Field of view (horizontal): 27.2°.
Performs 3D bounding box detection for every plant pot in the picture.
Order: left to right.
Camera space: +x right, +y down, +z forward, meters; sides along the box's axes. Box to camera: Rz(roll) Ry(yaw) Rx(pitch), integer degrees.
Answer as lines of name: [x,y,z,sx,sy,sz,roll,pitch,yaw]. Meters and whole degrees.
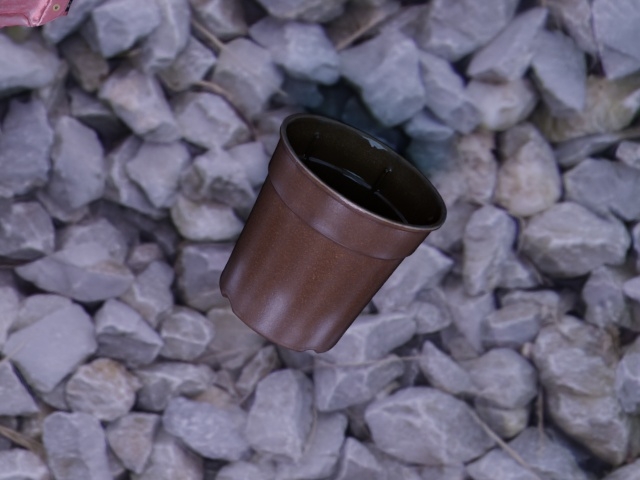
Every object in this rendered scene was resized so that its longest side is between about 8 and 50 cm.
plant pot: [0.000,0.000,1.181,0.167,0.167,0.165,27,115,-11]

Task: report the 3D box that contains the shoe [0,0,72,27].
shoe: [-0.218,-0.236,1.136,0.178,0.063,0.081,-12,111,9]
